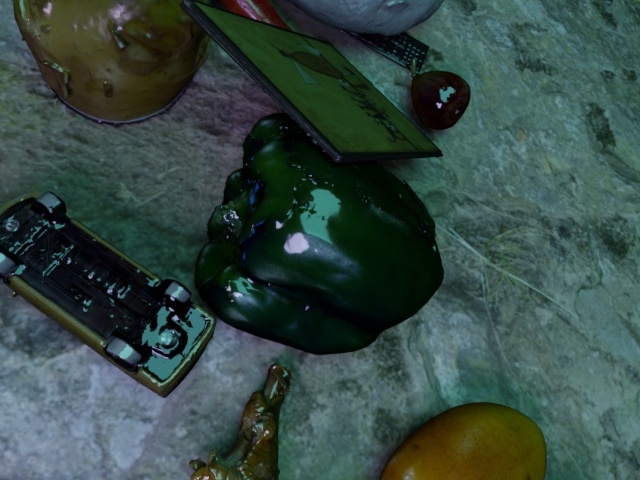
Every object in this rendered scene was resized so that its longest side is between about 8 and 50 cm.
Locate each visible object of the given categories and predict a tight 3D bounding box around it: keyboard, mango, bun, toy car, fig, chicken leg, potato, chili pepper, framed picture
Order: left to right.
[{"bbox_3d":[-0.239,0.061,0.645,0.256,0.124,0.101,34,63,4],"label":"toy car"},{"bbox_3d":[-0.248,-0.320,0.736,0.246,0.196,0.300,-12,74,-25],"label":"potato"},{"bbox_3d":[-0.126,-0.364,0.866,0.272,0.063,0.071,43,46,-5],"label":"chili pepper"},{"bbox_3d":[-0.082,0.230,0.665,0.101,0.085,0.208,32,54,-22],"label":"chicken leg"},{"bbox_3d":[0.000,0.000,0.695,0.256,0.248,0.233,26,52,-21],"label":"chili pepper"},{"bbox_3d":[0.014,-0.189,0.750,0.255,0.014,0.338,47,27,15],"label":"framed picture"},{"bbox_3d":[0.064,-0.479,0.898,0.354,0.194,0.355,8,65,-18],"label":"bun"},{"bbox_3d":[0.082,-0.337,0.963,0.198,0.010,0.064,26,66,-10],"label":"keyboard"},{"bbox_3d":[0.168,-0.231,0.929,0.088,0.089,0.125,-26,56,-26],"label":"fig"},{"bbox_3d":[0.184,0.278,0.721,0.252,0.126,0.154,-13,66,-33],"label":"mango"}]
